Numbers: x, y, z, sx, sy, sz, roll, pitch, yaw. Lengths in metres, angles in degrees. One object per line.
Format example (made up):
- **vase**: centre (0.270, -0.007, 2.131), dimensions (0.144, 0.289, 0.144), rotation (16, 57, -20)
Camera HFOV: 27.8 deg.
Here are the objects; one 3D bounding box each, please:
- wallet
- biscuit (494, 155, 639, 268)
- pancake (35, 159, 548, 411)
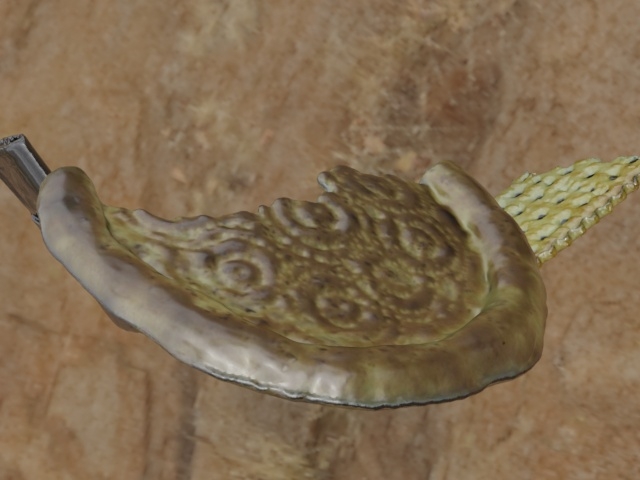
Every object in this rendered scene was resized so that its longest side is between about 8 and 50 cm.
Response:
- **wallet**: centre (-0.163, -0.003, 0.856), dimensions (0.018, 0.156, 0.082), rotation (-42, 20, -24)
- **biscuit**: centre (0.150, -0.008, 0.996), dimensions (0.203, 0.016, 0.144), rotation (-38, 21, -18)
- **pancake**: centre (0.000, 0.000, 0.485), dimensions (0.184, 0.190, 0.020), rotation (27, 122, 17)
